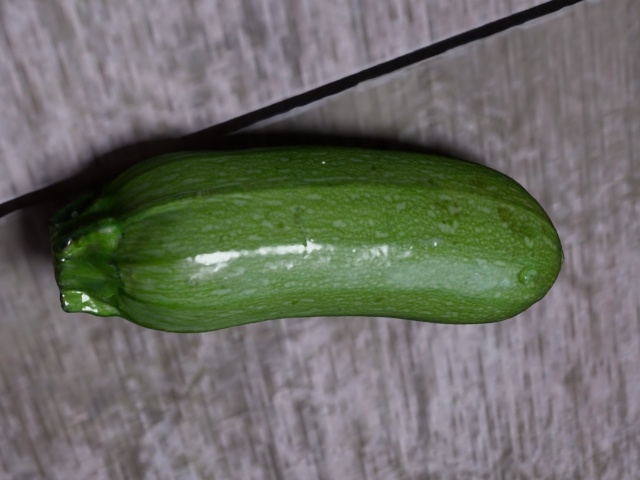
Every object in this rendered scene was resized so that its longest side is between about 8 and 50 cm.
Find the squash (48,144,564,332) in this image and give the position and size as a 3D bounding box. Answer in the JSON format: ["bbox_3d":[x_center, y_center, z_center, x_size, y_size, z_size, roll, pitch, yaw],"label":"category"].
[{"bbox_3d":[0.000,0.000,0.651,0.219,0.068,0.077,-2,130,-23],"label":"squash"}]
